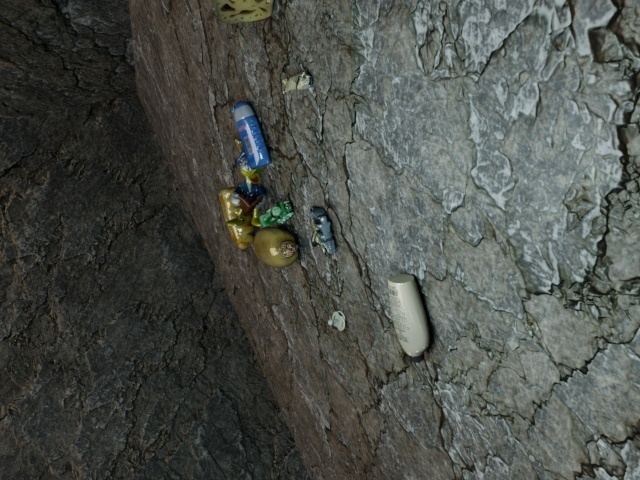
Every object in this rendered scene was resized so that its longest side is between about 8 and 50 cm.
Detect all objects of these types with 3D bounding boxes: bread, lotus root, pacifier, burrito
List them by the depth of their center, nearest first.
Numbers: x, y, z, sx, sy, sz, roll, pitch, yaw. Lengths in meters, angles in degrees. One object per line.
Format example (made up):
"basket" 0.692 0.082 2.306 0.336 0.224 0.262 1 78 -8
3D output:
"lotus root" -0.235 -0.768 1.434 0.199 0.187 0.180 125 134 -65
"burrito" -0.075 -0.482 1.498 0.171 0.042 0.051 20 124 63
"pacifier" 0.059 0.303 1.851 0.083 0.064 0.068 36 124 50
"lotus root" -0.182 0.031 2.019 0.342 0.151 0.170 13 122 65
"bread" -0.403 -0.113 2.406 0.172 0.121 0.312 21 128 64

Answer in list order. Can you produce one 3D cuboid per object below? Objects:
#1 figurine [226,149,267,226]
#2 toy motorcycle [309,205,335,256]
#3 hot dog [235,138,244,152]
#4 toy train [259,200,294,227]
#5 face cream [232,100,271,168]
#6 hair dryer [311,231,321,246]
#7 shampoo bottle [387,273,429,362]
"figurine" -0.321 -0.216 2.074 0.283 0.204 0.339 -103 11 -75
"toy motorcycle" 0.006 -0.041 1.671 0.124 0.061 0.194 119 134 -69
"hot dog" -0.342 -0.413 2.133 0.030 0.034 0.090 41 165 28
"toy train" -0.173 -0.106 1.947 0.178 0.104 0.071 -33 76 65
"face cream" -0.275 -0.416 1.921 0.149 0.083 0.264 -2 108 64
"hair dryer" 0.000 0.000 1.776 0.083 0.031 0.079 33 131 32
"shampoo bottle" 0.247 0.222 1.359 0.127 0.078 0.257 12 119 56
